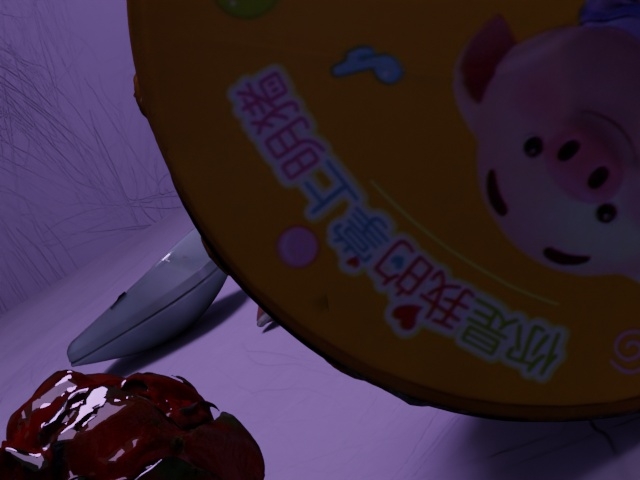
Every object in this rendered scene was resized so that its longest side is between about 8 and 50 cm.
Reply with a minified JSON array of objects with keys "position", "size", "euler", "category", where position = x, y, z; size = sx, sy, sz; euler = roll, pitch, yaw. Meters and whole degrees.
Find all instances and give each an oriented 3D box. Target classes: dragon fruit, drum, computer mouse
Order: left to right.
[{"position":[-0.123,0.160,0.702],"size":[0.188,0.182,0.182],"euler":[-17,19,43],"category":"dragon fruit"},{"position":[-0.218,0.090,1.534],"size":[0.288,0.097,0.159],"euler":[-41,7,32],"category":"computer mouse"},{"position":[0.109,-0.131,0.626],"size":[0.431,0.431,0.214],"euler":[-33,10,4],"category":"drum"}]

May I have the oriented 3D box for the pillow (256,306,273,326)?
[{"position":[0.000,0.000,1.272],"size":[0.171,0.075,0.179],"euler":[-52,6,42],"category":"pillow"}]
